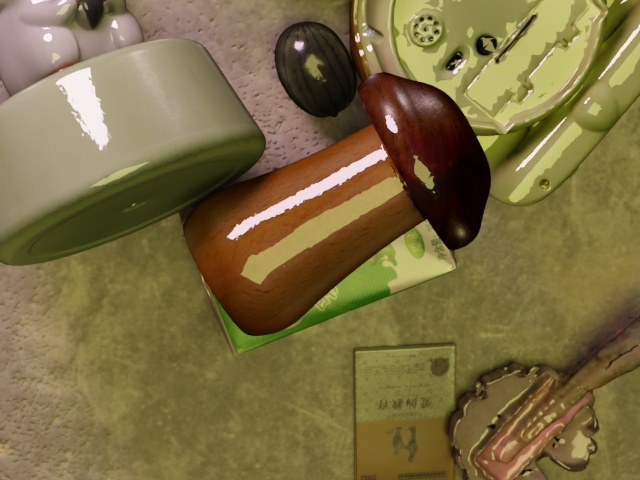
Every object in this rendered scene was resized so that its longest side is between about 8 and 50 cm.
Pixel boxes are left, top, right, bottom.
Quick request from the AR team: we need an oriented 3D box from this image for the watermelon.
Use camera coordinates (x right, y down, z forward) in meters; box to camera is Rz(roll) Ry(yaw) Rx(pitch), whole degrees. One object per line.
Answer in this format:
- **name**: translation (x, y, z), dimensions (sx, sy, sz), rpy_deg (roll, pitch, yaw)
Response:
- **watermelon**: translation (-0.004, -0.178, 1.843), dimensions (0.078, 0.078, 0.111), rpy_deg (-30, 108, -1)

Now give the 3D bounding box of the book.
- **book**: translation (0.096, 0.202, 1.990), dimensions (0.118, 0.012, 0.172), rpy_deg (-3, 105, -7)

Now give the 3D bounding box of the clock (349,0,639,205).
- **clock**: translation (0.174, -0.232, 1.836), dimensions (0.348, 0.117, 0.286), rpy_deg (38, 95, -16)

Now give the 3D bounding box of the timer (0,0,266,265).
- **timer**: translation (-0.242, -0.172, 1.736), dimensions (0.290, 0.291, 0.315), rpy_deg (-23, 85, -3)

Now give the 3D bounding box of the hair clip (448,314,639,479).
- **hair clip**: translation (0.279, 0.178, 1.982), dimensions (0.300, 0.069, 0.173), rpy_deg (-42, 106, 14)

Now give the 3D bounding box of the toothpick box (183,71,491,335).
- **toothpick box**: translation (0.022, -0.035, 1.721), dimensions (0.294, 0.192, 0.192), rpy_deg (-30, 107, 5)

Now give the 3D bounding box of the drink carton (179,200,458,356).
- **drink carton**: translation (0.000, 0.000, 1.874), dimensions (0.271, 0.108, 0.161), rpy_deg (-21, 104, -2)
